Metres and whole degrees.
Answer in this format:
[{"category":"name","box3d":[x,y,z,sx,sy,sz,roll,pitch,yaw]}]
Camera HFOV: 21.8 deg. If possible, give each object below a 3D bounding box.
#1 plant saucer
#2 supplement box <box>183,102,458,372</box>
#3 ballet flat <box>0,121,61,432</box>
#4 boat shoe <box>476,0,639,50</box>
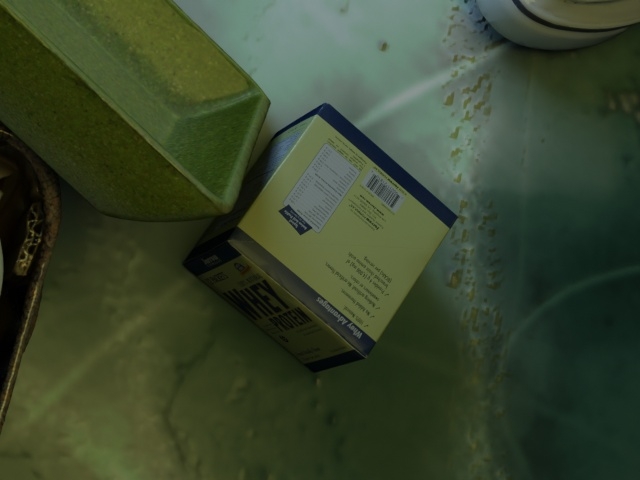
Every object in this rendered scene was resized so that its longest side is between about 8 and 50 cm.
[{"category":"plant saucer","box3d":[-0.109,-0.087,0.678,0.188,0.188,0.045,43,105,-10]},{"category":"supplement box","box3d":[0.000,0.000,0.751,0.083,0.056,0.083,40,66,-12]},{"category":"ballet flat","box3d":[-0.173,0.088,0.625,0.107,0.106,0.316,19,72,-20]},{"category":"boat shoe","box3d":[0.200,-0.173,0.862,0.267,0.088,0.096,-18,87,-27]}]
